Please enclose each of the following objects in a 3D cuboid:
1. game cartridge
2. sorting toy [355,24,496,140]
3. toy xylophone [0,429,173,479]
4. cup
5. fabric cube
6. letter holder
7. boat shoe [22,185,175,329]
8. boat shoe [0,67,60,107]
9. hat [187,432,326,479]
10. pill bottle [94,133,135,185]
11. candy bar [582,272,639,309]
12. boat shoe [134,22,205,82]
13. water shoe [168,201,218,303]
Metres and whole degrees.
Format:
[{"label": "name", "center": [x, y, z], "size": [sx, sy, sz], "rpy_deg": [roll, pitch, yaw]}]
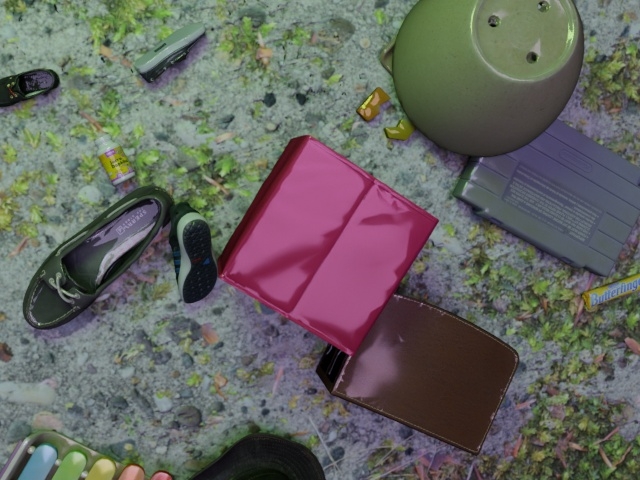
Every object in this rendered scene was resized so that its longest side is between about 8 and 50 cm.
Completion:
[{"label": "game cartridge", "center": [0.450, -0.099, 1.341], "size": [0.354, 0.068, 0.230], "rpy_deg": [27, 95, -12]}, {"label": "sorting toy", "center": [0.224, -0.303, 1.293], "size": [0.229, 0.041, 0.307], "rpy_deg": [42, 88, -11]}, {"label": "toy xylophone", "center": [-0.420, 0.480, 1.246], "size": [0.322, 0.081, 0.236], "rpy_deg": [22, 92, -11]}, {"label": "cup", "center": [0.299, -0.317, 1.157], "size": [0.330, 0.237, 0.332], "rpy_deg": [0, 90, -2]}, {"label": "fabric cube", "center": [0.000, 0.000, 1.180], "size": [0.259, 0.254, 0.258], "rpy_deg": [32, 90, -11]}, {"label": "letter holder", "center": [0.179, 0.222, 1.286], "size": [0.301, 0.152, 0.215], "rpy_deg": [25, 89, -11]}, {"label": "boat shoe", "center": [-0.389, 0.029, 1.198], "size": [0.335, 0.095, 0.112], "rpy_deg": [-43, 100, -3]}, {"label": "boat shoe", "center": [-0.511, -0.259, 1.179], "size": [0.132, 0.042, 0.049], "rpy_deg": [-18, 100, -6]}, {"label": "hat", "center": [-0.108, 0.522, 1.238], "size": [0.331, 0.134, 0.332], "rpy_deg": [-6, 103, -27]}, {"label": "pill bottle", "center": [-0.360, -0.141, 1.213], "size": [0.043, 0.043, 0.083], "rpy_deg": [-28, 99, -5]}, {"label": "candy bar", "center": [0.602, 0.099, 1.408], "size": [0.161, 0.018, 0.040], "rpy_deg": [-17, 98, -8]}, {"label": "boat shoe", "center": [-0.257, -0.328, 1.214], "size": [0.142, 0.049, 0.040], "rpy_deg": [-36, 133, -6]}, {"label": "water shoe", "center": [-0.226, 0.021, 1.225], "size": [0.072, 0.080, 0.203], "rpy_deg": [-16, 136, -28]}]
